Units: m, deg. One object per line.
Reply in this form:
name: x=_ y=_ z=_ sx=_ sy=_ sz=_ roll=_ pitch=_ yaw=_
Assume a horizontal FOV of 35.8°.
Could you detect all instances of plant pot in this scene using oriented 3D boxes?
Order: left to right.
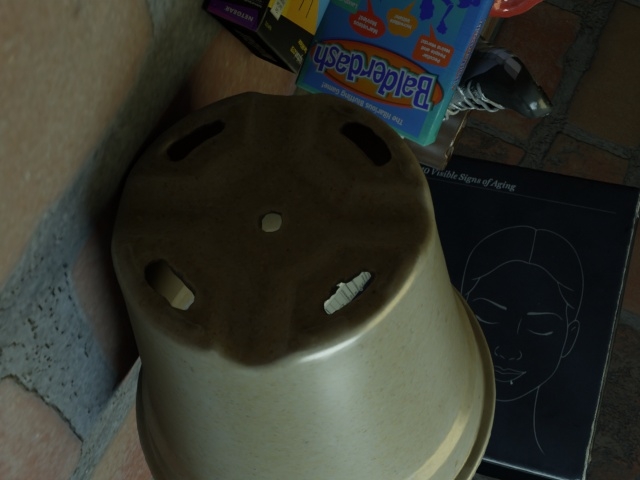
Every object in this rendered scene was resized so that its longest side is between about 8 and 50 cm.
plant pot: x=-0.021 y=0.059 z=0.792 sx=0.334 sy=0.333 sz=0.305 roll=-62 pitch=161 yaw=-25
plant pot: x=0.135 y=-0.192 z=1.481 sx=0.167 sy=0.165 sz=0.167 roll=-62 pitch=172 yaw=-16

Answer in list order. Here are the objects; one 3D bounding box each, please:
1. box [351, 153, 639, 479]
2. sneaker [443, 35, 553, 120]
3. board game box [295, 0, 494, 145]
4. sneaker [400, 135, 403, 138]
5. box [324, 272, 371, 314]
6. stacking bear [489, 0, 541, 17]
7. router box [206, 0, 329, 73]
box: x=0.243 y=0.129 z=1.651 sx=0.297 sy=0.479 sz=0.472 roll=57 pitch=47 yaw=-69
sneaker: x=0.158 y=-0.153 z=1.090 sx=0.132 sy=0.086 sz=0.229 roll=-40 pitch=-153 yaw=6
board game box: x=0.084 y=-0.227 z=1.030 sx=0.047 sy=0.160 sz=0.210 roll=-31 pitch=145 yaw=-65
sneaker: x=0.093 y=-0.216 z=1.284 sx=0.321 sy=0.126 sz=0.128 roll=-33 pitch=144 yaw=-54
box: x=0.000 y=0.000 z=1.111 sx=0.232 sy=0.127 sz=0.148 roll=-50 pitch=169 yaw=-4
stacking bear: x=0.248 y=-0.454 z=1.220 sx=0.164 sy=0.175 sz=0.289 roll=20 pitch=63 yaw=-55
router box: x=-0.023 y=-0.212 z=0.774 sx=0.133 sy=0.046 sz=0.179 roll=-65 pitch=173 yaw=4
